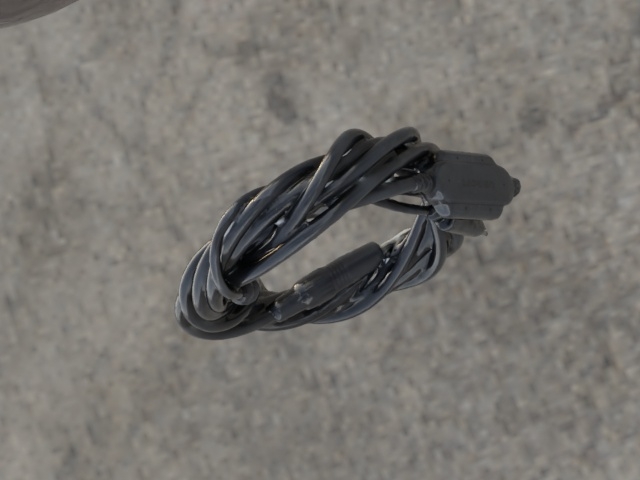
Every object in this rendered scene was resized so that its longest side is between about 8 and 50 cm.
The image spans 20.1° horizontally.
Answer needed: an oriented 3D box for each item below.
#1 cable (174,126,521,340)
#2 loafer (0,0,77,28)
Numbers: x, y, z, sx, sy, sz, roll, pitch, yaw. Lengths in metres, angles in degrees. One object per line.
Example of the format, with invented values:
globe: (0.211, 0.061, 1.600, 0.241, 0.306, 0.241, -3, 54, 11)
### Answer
cable: (0.000, 0.000, 0.833, 0.150, 0.184, 0.047, -33, 73, 32)
loafer: (-0.219, -0.091, 0.385, 0.366, 0.130, 0.133, -9, 89, 17)
